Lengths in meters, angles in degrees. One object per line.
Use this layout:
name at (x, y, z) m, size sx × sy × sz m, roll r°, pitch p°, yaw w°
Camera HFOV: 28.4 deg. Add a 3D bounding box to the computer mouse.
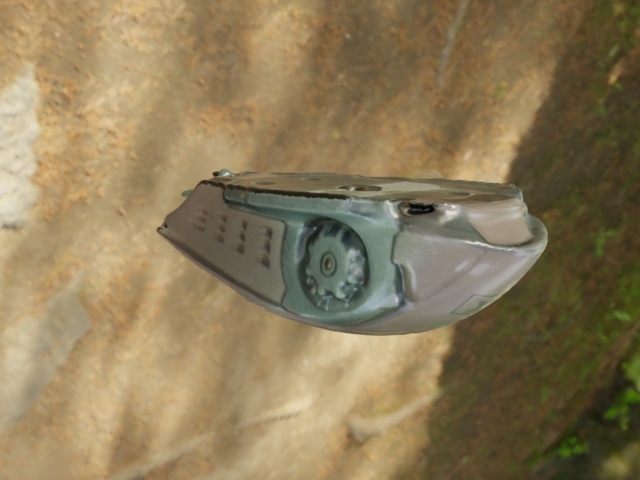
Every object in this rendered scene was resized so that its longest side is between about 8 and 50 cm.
computer mouse at (0.001, 0.007, 0.960) m, size 0.199 × 0.389 × 0.115 m, roll -1°, pitch 96°, yaw -43°
